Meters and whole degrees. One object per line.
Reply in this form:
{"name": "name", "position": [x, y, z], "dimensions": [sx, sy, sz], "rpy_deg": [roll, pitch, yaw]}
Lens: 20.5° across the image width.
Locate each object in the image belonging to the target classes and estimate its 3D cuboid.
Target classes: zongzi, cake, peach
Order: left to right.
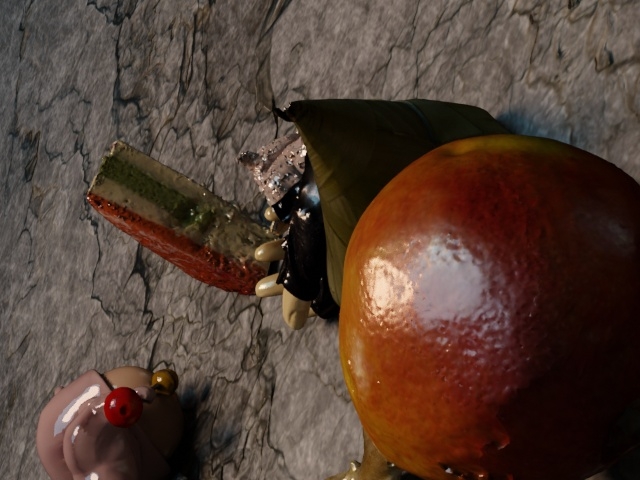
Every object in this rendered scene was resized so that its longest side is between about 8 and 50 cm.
{"name": "cake", "position": [-0.158, -0.018, 1.962], "dimensions": [0.086, 0.220, 0.117], "rpy_deg": [-68, 12, -20]}
{"name": "zongzi", "position": [0.024, -0.022, 1.527], "dimensions": [0.115, 0.256, 0.228], "rpy_deg": [46, 121, 34]}
{"name": "peach", "position": [0.133, 0.060, 1.240], "dimensions": [0.281, 0.238, 0.281], "rpy_deg": [-28, 42, 29]}

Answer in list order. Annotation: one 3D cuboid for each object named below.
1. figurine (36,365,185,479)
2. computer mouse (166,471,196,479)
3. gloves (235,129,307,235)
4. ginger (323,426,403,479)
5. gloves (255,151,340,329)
{"name": "figurine", "position": [-0.225, 0.229, 1.997], "dimensions": [0.186, 0.176, 0.287], "rpy_deg": [-30, 3, -6]}
{"name": "computer mouse", "position": [-0.190, 0.347, 1.961], "dimensions": [0.106, 0.062, 0.192], "rpy_deg": [31, 105, 67]}
{"name": "gloves", "position": [-0.005, -0.076, 1.803], "dimensions": [0.144, 0.110, 0.094], "rpy_deg": [-29, 33, 18]}
{"name": "ginger", "position": [0.065, 0.166, 1.520], "dimensions": [0.288, 0.075, 0.089], "rpy_deg": [-46, 58, 38]}
{"name": "gloves", "position": [0.000, 0.000, 1.721], "dimensions": [0.164, 0.124, 0.203], "rpy_deg": [-73, -4, -45]}
